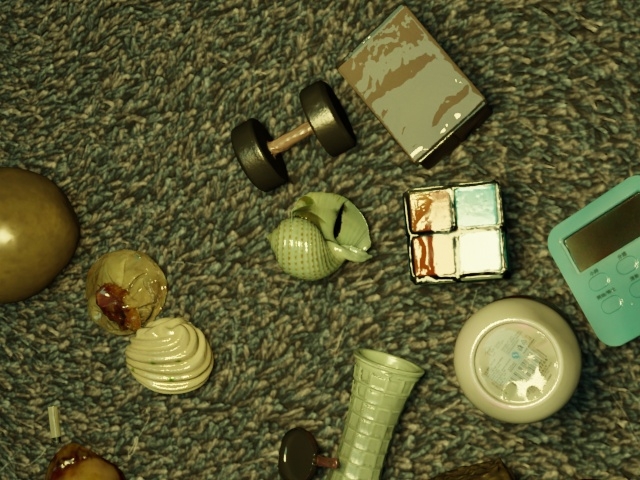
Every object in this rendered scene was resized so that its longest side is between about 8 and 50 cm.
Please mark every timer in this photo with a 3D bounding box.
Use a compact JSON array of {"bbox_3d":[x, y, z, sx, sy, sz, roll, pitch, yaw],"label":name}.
[{"bbox_3d":[0.546,0.034,1.446,0.232,0.091,0.250,-40,72,33],"label":"timer"}]

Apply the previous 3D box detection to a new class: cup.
[{"bbox_3d":[0.346,0.201,1.407,0.212,0.317,0.212,-1,87,15],"label":"cup"}]

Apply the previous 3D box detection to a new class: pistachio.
[{"bbox_3d":[-0.500,0.532,1.727,0.131,0.165,0.210,-22,94,52],"label":"pistachio"}]

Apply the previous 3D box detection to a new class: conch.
[{"bbox_3d":[-0.007,0.003,1.619,0.200,0.131,0.172,18,64,-22],"label":"conch"}]

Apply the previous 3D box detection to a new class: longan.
[{"bbox_3d":[-0.670,-0.013,1.741,0.297,0.297,0.297,-1,86,16],"label":"longan"}]

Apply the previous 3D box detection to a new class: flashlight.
[{"bbox_3d":[-0.594,0.412,1.815,0.018,0.018,0.083,-11,84,13],"label":"flashlight"}]

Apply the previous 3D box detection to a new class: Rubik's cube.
[{"bbox_3d":[0.259,-0.009,1.523,0.180,0.167,0.183,-8,85,14],"label":"Rubik's cube"}]

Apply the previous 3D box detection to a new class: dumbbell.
[{"bbox_3d":[-0.054,-0.209,1.632,0.218,0.152,0.152,-27,80,13],"label":"dumbbell"}]

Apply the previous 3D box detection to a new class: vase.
[{"bbox_3d":[0.089,0.371,1.567,0.143,0.143,0.298,18,93,16],"label":"vase"}]

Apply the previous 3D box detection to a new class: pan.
[{"bbox_3d":[-0.016,0.425,1.588,0.212,0.040,0.114,-14,70,54],"label":"pan"}]

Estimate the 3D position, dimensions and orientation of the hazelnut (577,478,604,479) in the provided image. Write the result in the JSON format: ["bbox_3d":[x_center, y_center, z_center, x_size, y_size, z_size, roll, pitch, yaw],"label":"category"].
[{"bbox_3d":[0.485,0.528,1.424,0.234,0.218,0.218,-22,80,33],"label":"hazelnut"}]

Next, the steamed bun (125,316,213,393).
[{"bbox_3d":[-0.312,0.245,1.667,0.183,0.106,0.182,0,123,0],"label":"steamed bun"}]

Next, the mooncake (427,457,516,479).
[{"bbox_3d":[0.258,0.476,1.463,0.228,0.228,0.124,-24,82,13],"label":"mooncake"}]

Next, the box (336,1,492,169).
[{"bbox_3d":[0.187,-0.289,1.570,0.188,0.153,0.252,-42,77,11],"label":"box"}]

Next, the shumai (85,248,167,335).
[{"bbox_3d":[-0.436,0.117,1.739,0.201,0.120,0.201,0,89,15],"label":"shumai"}]
